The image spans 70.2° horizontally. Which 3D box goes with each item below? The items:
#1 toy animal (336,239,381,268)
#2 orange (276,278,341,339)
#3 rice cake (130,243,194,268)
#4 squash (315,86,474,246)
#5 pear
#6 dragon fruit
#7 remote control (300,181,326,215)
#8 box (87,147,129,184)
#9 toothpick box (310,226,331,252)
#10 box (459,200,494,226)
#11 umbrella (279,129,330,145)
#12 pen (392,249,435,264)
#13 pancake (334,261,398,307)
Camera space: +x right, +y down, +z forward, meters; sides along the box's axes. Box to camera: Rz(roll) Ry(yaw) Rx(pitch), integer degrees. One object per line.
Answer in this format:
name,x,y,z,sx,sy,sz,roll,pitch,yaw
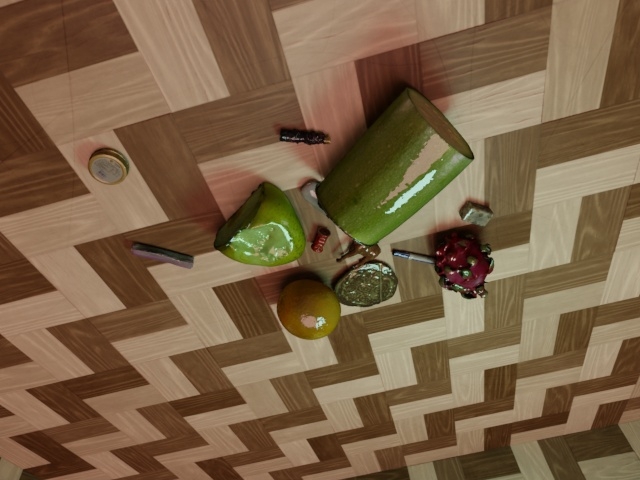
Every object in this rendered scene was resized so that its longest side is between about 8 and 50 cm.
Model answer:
toy animal,0.119,0.001,1.528,0.224,0.066,0.229,17,137,-22
orange,-0.040,0.248,1.640,0.236,0.236,0.236,-4,132,-4
rice cake,-0.525,0.052,1.519,0.207,0.036,0.047,17,132,-23
squash,0.193,-0.182,1.253,0.263,0.263,0.384,28,123,-28
pear,-0.170,-0.007,1.434,0.293,0.159,0.292,-6,134,-6
dragon fruit,0.500,0.097,1.603,0.198,0.218,0.272,27,147,30
remote control,0.029,-0.106,1.443,0.073,0.044,0.229,-37,127,21
box,-0.593,-0.206,1.276,0.106,0.037,0.105,-4,133,-4
toothpick box,0.000,0.000,1.532,0.047,0.047,0.083,11,129,-17
box,0.520,-0.088,1.523,0.098,0.045,0.062,13,128,-17
umbrella,-0.043,-0.288,1.274,0.144,0.037,0.040,3,153,-9
pen,0.354,0.064,1.651,0.204,0.025,0.025,11,129,-17
pancake,0.172,0.176,1.716,0.250,0.031,0.250,-5,135,-5
